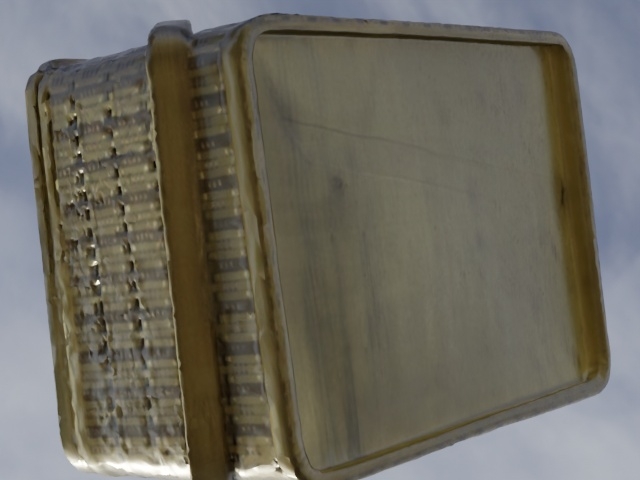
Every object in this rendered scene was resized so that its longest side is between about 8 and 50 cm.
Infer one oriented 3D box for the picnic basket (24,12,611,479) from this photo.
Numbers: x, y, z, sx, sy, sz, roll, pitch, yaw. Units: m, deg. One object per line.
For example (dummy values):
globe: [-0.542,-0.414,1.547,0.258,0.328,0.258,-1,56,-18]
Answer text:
picnic basket: [0.000,0.000,0.746,0.175,0.313,0.228,-6,-89,39]
